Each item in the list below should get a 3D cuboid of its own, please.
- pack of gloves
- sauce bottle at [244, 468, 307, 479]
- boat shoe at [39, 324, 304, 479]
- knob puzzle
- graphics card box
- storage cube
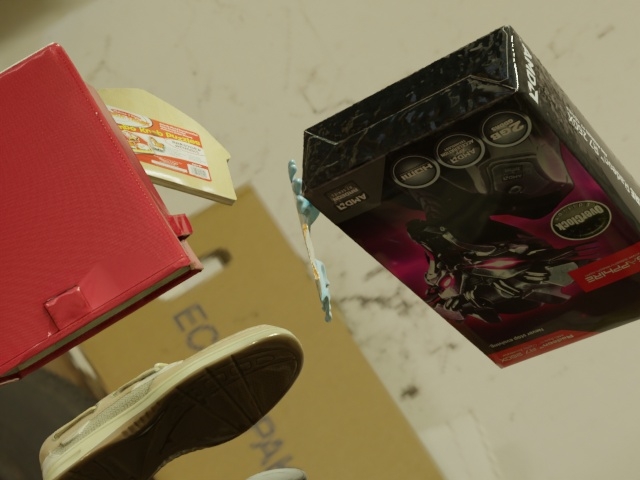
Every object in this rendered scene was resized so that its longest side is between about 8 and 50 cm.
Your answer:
[{"bbox_3d":[0.000,0.000,1.655,0.232,0.046,0.195,78,-3,-69],"label":"pack of gloves"},{"bbox_3d":[-0.023,0.417,1.244,0.111,0.111,0.344,-149,-129,-83],"label":"sauce bottle"},{"bbox_3d":[-0.160,0.170,1.215,0.109,0.302,0.098,57,-1,-38],"label":"boat shoe"},{"bbox_3d":[-0.191,-0.109,1.295,0.213,0.030,0.213,23,28,-13],"label":"knob puzzle"},{"bbox_3d":[0.181,-0.022,1.137,0.371,0.233,0.094,42,37,-38],"label":"graphics card box"},{"bbox_3d":[-0.226,-0.012,0.922,0.193,0.215,0.183,60,-3,1],"label":"storage cube"}]
